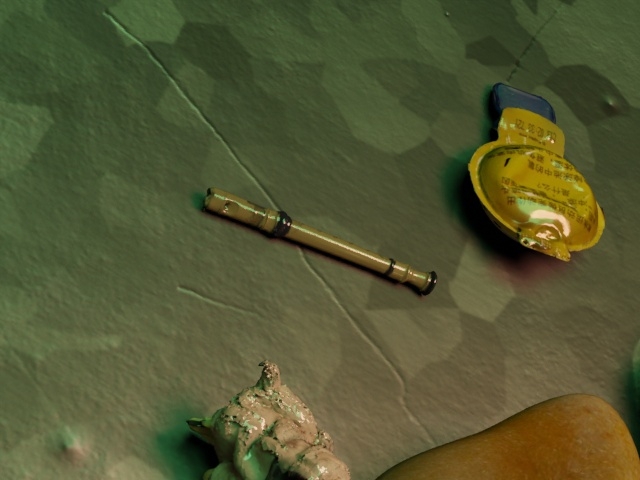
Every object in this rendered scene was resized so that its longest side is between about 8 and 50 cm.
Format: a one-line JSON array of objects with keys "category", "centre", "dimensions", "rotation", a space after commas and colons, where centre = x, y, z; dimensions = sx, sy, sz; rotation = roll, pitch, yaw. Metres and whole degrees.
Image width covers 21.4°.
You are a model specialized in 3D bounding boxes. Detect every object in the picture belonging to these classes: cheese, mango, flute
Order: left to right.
[{"category": "flute", "centre": [0.000, 0.000, 1.571], "dimensions": [0.233, 0.027, 0.027], "rotation": [21, 51, -13]}, {"category": "mango", "centre": [0.126, 0.261, 1.339], "dimensions": [0.221, 0.199, 0.384], "rotation": [39, 52, 11]}, {"category": "cheese", "centre": [0.217, -0.070, 1.711], "dimensions": [0.157, 0.064, 0.250], "rotation": [20, 42, -16]}]

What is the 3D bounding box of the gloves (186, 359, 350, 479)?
[{"category": "gloves", "centre": [-0.036, 0.178, 1.369], "dimensions": [0.094, 0.110, 0.144], "rotation": [-7, 49, -39]}]
